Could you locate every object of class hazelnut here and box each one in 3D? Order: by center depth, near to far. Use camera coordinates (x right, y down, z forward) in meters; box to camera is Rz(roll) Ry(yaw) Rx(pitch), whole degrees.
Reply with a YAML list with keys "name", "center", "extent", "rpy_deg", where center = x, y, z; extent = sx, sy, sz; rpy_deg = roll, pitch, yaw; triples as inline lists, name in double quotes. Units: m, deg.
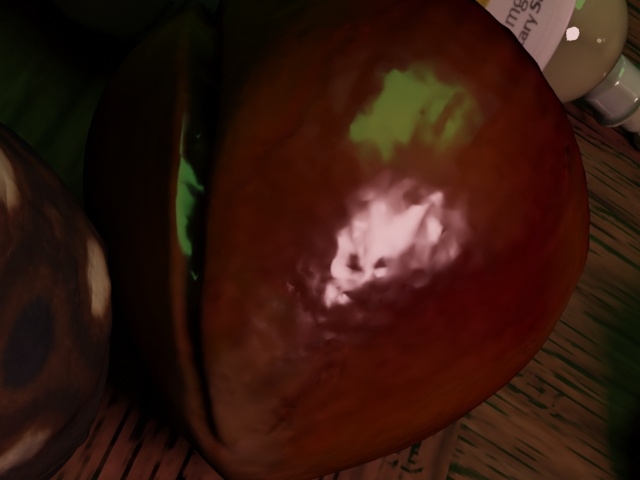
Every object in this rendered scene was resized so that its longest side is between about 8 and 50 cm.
- name: "hazelnut"
  center: [0.000, 0.000, 0.600]
  extent: [0.208, 0.208, 0.208]
  rpy_deg: [21, 43, -21]

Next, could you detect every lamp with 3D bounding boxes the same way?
- name: "lamp"
  center: [0.154, -0.098, 0.897]
  extent: [0.163, 0.091, 0.091]
  rpy_deg: [36, 37, -31]

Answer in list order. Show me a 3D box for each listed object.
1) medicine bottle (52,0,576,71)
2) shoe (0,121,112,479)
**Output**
- name: "medicine bottle"
  center: [-0.029, -0.157, 0.739]
  extent: [0.289, 0.157, 0.157]
  rpy_deg: [13, 47, -29]
- name: "shoe"
  center: [-0.191, -0.038, 0.424]
  extent: [0.384, 0.237, 0.171]
  rpy_deg: [16, 47, -37]
